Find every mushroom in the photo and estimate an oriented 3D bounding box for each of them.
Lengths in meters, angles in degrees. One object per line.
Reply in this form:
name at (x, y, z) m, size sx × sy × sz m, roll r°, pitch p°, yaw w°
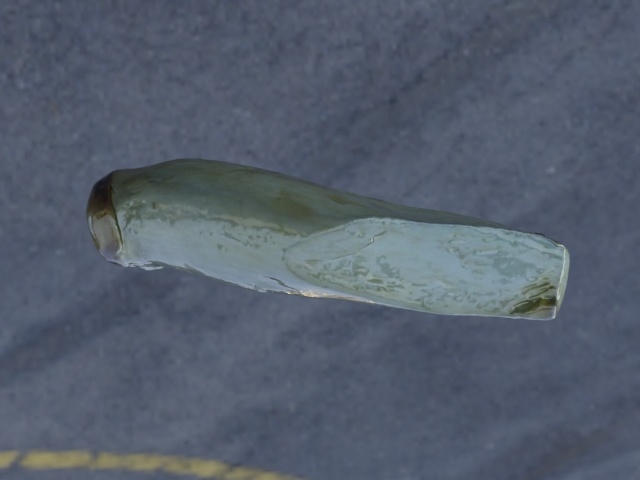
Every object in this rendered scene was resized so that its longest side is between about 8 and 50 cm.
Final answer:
mushroom at (-0.002, 0.000, 1.053) m, size 0.333 × 0.087 × 0.107 m, roll 10°, pitch -172°, yaw 18°
